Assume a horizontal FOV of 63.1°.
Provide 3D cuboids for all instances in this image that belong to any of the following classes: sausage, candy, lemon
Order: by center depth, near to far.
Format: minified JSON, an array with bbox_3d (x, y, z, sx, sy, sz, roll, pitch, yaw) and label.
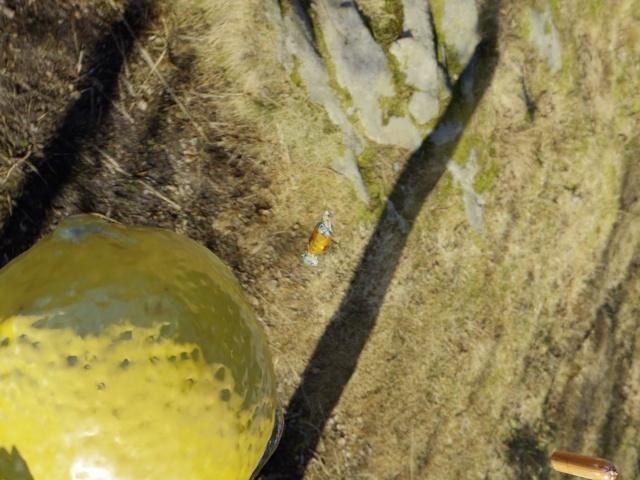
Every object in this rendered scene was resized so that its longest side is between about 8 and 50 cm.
[{"bbox_3d":[-0.202,0.147,0.549,0.336,0.336,0.335,-5,100,-30],"label":"lemon"},{"bbox_3d":[0.372,0.316,0.729,0.031,0.107,0.031,5,74,-17],"label":"sausage"},{"bbox_3d":[0.000,0.000,1.222,0.047,0.182,0.053,5,53,-20],"label":"candy"}]

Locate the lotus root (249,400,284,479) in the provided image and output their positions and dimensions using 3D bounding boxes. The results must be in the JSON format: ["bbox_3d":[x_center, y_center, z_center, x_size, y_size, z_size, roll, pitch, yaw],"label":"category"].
[{"bbox_3d":[-0.252,0.551,1.462,0.346,0.251,0.250,-34,115,-47],"label":"lotus root"}]
